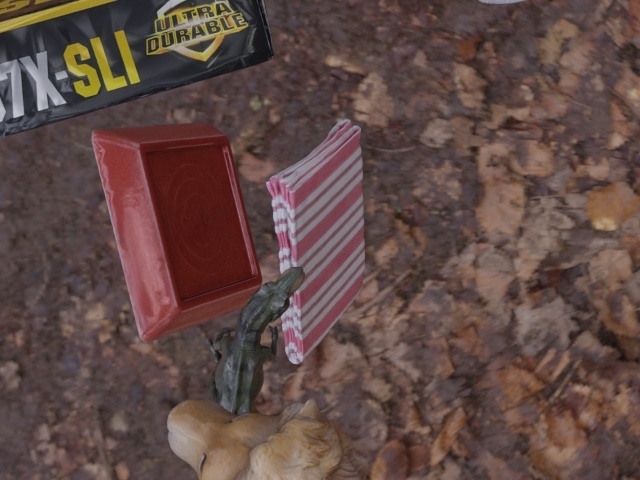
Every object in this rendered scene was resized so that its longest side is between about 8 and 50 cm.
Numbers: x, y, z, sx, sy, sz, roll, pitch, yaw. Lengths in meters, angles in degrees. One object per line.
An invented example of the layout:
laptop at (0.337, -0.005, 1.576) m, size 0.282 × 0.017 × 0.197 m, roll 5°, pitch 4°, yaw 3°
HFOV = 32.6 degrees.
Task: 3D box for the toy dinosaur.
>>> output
toy dinosaur at (-0.072, 0.142, 0.904) m, size 0.064 × 0.118 × 0.268 m, roll 12°, pitch 96°, yaw -5°

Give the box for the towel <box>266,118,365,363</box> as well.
towel at (0.000, 0.000, 1.034) m, size 0.029 × 0.144 × 0.197 m, roll 13°, pitch 123°, yaw 25°

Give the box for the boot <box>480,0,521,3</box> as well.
boot at (0.132, -0.329, 1.216) m, size 0.258 × 0.123 × 0.095 m, roll 7°, pitch 118°, yaw -1°

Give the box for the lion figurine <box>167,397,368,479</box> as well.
lion figurine at (-0.079, 0.287, 0.640) m, size 0.142 × 0.240 × 0.392 m, roll 20°, pitch 71°, yaw -9°

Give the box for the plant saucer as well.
plant saucer at (-0.163, -0.024, 1.377) m, size 0.047 × 0.258 × 0.259 m, roll -13°, pitch 91°, yaw 28°

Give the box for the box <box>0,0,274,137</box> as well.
box at (-0.207, -0.151, 0.789) m, size 0.322 × 0.257 × 0.079 m, roll -16°, pitch 117°, yaw -3°
